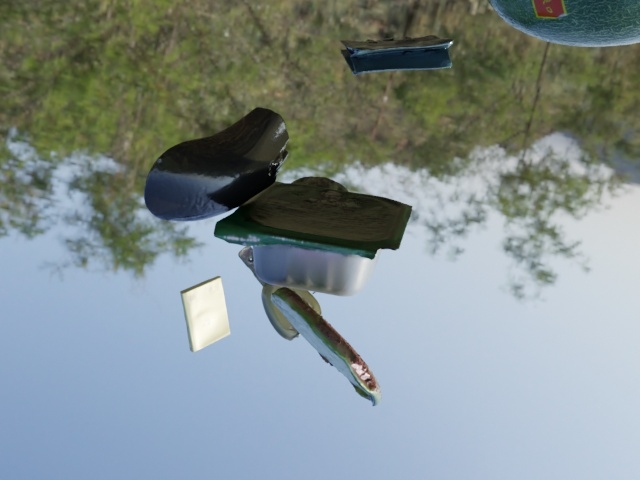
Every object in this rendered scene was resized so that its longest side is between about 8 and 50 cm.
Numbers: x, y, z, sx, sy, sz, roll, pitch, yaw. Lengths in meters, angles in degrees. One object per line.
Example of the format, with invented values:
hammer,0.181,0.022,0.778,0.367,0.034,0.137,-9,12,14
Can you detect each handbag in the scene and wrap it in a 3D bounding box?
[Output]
handbag,0.160,-0.401,1.881,0.221,0.057,0.144,-8,-155,-10

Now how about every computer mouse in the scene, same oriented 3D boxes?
computer mouse,-0.135,-0.098,1.331,0.088,0.147,0.264,34,-128,29

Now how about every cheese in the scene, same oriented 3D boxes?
cheese,-0.084,0.090,1.652,0.192,0.097,0.037,52,164,-3

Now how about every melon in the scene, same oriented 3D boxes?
melon,0.300,-0.295,0.936,0.287,0.182,0.182,14,-175,43

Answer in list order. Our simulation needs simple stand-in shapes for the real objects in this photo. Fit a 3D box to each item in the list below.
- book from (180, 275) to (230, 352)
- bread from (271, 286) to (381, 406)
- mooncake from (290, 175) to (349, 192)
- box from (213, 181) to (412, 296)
book,-0.188,0.120,1.453,0.077,0.111,0.014,-23,-151,-35
bread,0.010,0.147,1.280,0.228,0.033,0.228,46,172,8
mooncake,-0.011,-0.050,1.909,0.168,0.175,0.104,55,-163,-27
box,0.000,0.000,1.398,0.264,0.106,0.337,10,-165,8
